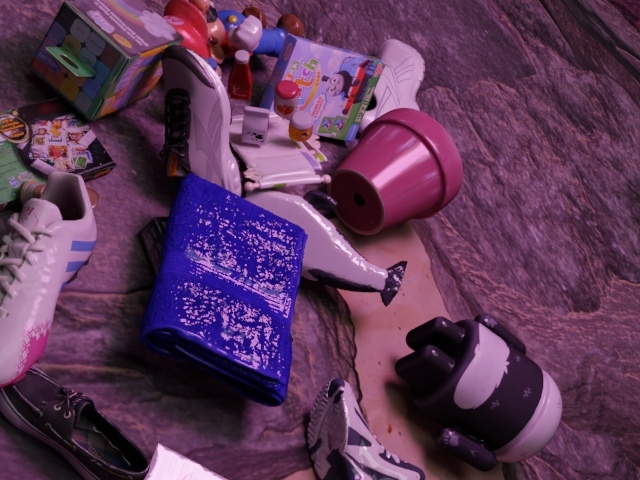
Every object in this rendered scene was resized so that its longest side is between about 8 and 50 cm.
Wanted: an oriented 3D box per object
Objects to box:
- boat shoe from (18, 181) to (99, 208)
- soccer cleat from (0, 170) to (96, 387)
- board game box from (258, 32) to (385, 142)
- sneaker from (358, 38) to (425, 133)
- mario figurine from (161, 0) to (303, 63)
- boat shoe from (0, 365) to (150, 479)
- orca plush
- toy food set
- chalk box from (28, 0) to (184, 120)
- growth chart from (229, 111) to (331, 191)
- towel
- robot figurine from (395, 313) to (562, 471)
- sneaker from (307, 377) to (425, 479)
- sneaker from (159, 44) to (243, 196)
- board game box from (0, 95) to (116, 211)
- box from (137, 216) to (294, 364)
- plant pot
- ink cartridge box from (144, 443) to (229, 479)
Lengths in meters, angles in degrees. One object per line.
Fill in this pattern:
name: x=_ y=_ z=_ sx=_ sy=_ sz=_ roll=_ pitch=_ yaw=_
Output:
boat shoe: x=-0.350 y=-0.057 z=1.597 sx=0.135 sy=0.045 sz=0.050 roll=-3 pitch=97 yaw=-56
soccer cleat: x=-0.367 y=0.036 z=1.424 sx=0.116 sy=0.143 sz=0.331 roll=10 pitch=37 yaw=5
board game box: x=0.001 y=-0.267 z=2.062 sx=0.211 sy=0.160 sz=0.039 roll=7 pitch=23 yaw=-40
sneaker: x=0.126 y=-0.298 z=2.259 sx=0.129 sy=0.111 sz=0.297 roll=24 pitch=42 yaw=-21
mario figurine: x=-0.163 y=-0.371 z=1.968 sx=0.320 sy=0.198 sz=0.170 roll=-20 pitch=86 yaw=-55
boat shoe: x=-0.298 y=0.219 z=1.402 sx=0.228 sy=0.076 sz=0.080 roll=46 pitch=37 yaw=-3
orca plush: x=0.000 y=0.000 z=1.867 sx=0.287 sy=0.151 sz=0.102 roll=16 pitch=2 yaw=-4
toy food set: x=-0.121 y=-0.234 z=1.865 sx=0.232 sy=0.104 sz=0.111 roll=9 pitch=54 yaw=0
chalk box: x=-0.330 y=-0.275 z=1.729 sx=0.132 sy=0.132 sz=0.213 roll=42 pitch=31 yaw=6
growth chart: x=-0.075 y=-0.152 z=1.900 sx=0.172 sy=0.021 sz=0.237 roll=-3 pitch=36 yaw=-22
towel: x=-0.121 y=0.059 z=1.632 sx=0.227 sy=0.076 sz=0.308 roll=30 pitch=41 yaw=-24
robot figurine: x=0.255 y=0.238 z=1.862 sx=0.278 sy=0.209 sz=0.173 roll=35 pitch=2 yaw=-16
sneaker: x=0.075 y=0.317 z=1.674 sx=0.153 sy=0.094 sz=0.235 roll=13 pitch=50 yaw=-39
sneaker: x=-0.193 y=-0.158 z=1.746 sx=0.108 sy=0.100 sz=0.271 roll=-25 pitch=111 yaw=-42
board game box: x=-0.416 y=-0.121 z=1.624 sx=0.136 sy=0.030 sz=0.259 roll=56 pitch=37 yaw=6
box: x=-0.152 y=0.068 z=1.700 sx=0.175 sy=0.051 sz=0.220 roll=-1 pitch=59 yaw=-45
plant pot: x=0.116 y=-0.106 z=2.021 sx=0.180 sy=0.201 sz=0.201 roll=-35 pitch=85 yaw=-37
ink cartridge box: x=-0.139 y=0.381 z=1.450 sx=0.224 sy=0.056 sz=0.181 roll=28 pitch=41 yaw=-9
